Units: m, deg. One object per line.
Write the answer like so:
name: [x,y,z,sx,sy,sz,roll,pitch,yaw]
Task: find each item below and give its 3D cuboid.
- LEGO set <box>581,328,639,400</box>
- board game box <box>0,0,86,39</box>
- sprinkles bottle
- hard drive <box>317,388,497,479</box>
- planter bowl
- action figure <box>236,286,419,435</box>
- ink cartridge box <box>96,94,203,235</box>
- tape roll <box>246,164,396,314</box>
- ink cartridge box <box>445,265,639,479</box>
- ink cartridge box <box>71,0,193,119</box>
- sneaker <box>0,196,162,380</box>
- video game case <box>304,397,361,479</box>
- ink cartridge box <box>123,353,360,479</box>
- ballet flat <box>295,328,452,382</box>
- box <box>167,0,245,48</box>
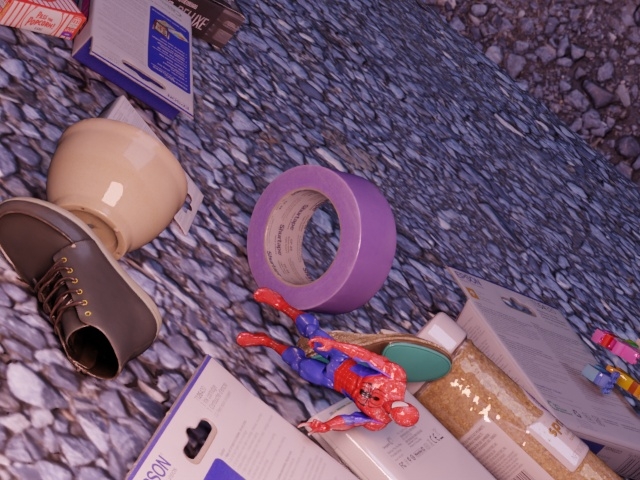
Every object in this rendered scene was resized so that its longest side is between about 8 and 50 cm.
LEGO set: [0.481,0.203,2.345,0.093,0.087,0.227,36,12,31]
board game box: [-0.440,-0.372,2.177,0.193,0.045,0.147,51,24,25]
sprinkles bottle: [0.247,0.253,2.002,0.355,0.121,0.121,43,22,4]
hard drive: [0.150,0.300,1.792,0.307,0.040,0.203,45,23,12]
planter bowl: [-0.245,-0.043,1.749,0.162,0.162,0.109,34,50,-15]
action figure: [-0.011,0.140,1.724,0.280,0.091,0.139,28,13,40]
ink cartridge box: [-0.233,-0.093,2.015,0.179,0.045,0.145,54,17,-16]
tape roll: [0.000,0.000,1.990,0.080,0.189,0.189,12,35,-51]
ink cartridge box: [0.340,0.204,2.310,0.324,0.071,0.330,21,27,-46]
ink cartridge box: [-0.273,-0.287,2.262,0.176,0.069,0.371,32,21,-22]
sneaker: [-0.268,0.046,1.607,0.222,0.083,0.118,40,22,-3]
video game case: [0.102,0.267,1.865,0.206,0.026,0.227,46,22,13]
ink cartridge box: [-0.049,0.286,1.532,0.307,0.072,0.303,37,23,-2]
ballet flat: [0.064,0.137,1.918,0.206,0.073,0.067,4,33,-21]
box: [-0.281,-0.477,2.595,0.242,0.076,0.307,22,28,-39]
